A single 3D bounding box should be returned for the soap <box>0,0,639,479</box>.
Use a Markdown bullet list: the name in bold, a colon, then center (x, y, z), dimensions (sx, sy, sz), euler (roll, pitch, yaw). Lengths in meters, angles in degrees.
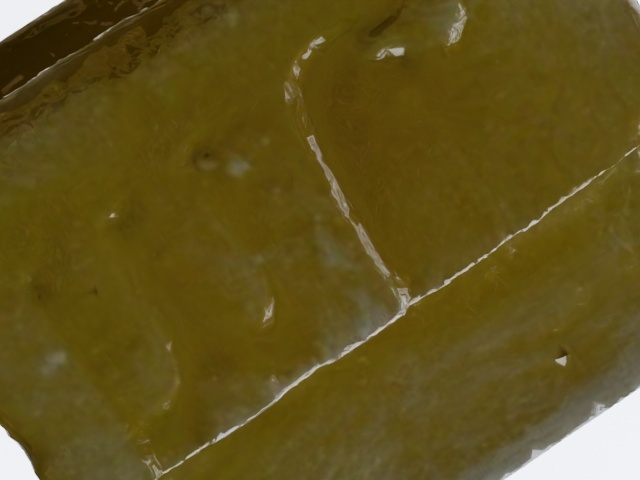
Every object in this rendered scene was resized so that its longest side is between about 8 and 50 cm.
- **soap**: center (0.000, 0.000, 0.641), dimensions (0.281, 0.259, 0.143), euler (-36, -162, -6)
